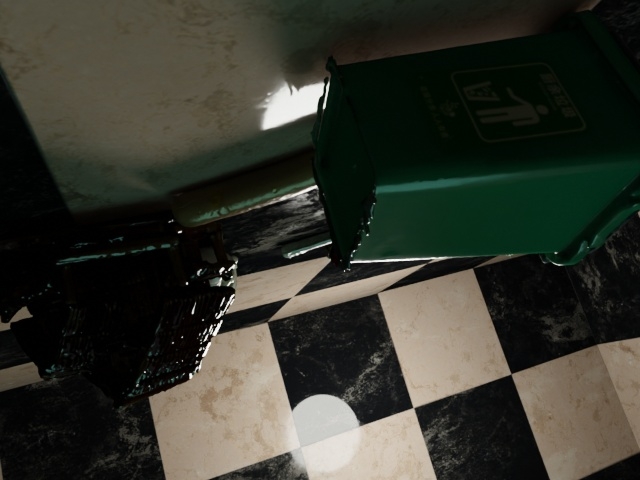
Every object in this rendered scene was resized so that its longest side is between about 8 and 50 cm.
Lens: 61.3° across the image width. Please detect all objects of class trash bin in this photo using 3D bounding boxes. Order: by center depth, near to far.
[{"bbox_3d":[0.193,-0.100,0.689,0.381,0.259,0.295,-7,150,-13],"label":"trash bin"}]

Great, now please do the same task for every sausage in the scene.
[{"bbox_3d":[-0.089,-0.086,0.850,0.301,0.065,0.066,-16,167,6],"label":"sausage"}]

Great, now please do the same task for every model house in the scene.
[{"bbox_3d":[-0.318,0.125,0.879,0.297,0.282,0.317,-15,172,28],"label":"model house"}]

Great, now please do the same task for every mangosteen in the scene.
[{"bbox_3d":[0.058,0.036,1.511,0.081,0.081,0.081,-16,167,-4],"label":"mangosteen"}]

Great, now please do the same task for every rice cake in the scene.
[{"bbox_3d":[0.000,0.000,1.382,0.208,0.033,0.033,-18,157,-1],"label":"rice cake"}]

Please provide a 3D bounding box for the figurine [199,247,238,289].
[{"bbox_3d":[-0.284,0.077,1.157,0.257,0.144,0.182,3,136,-50],"label":"figurine"}]
